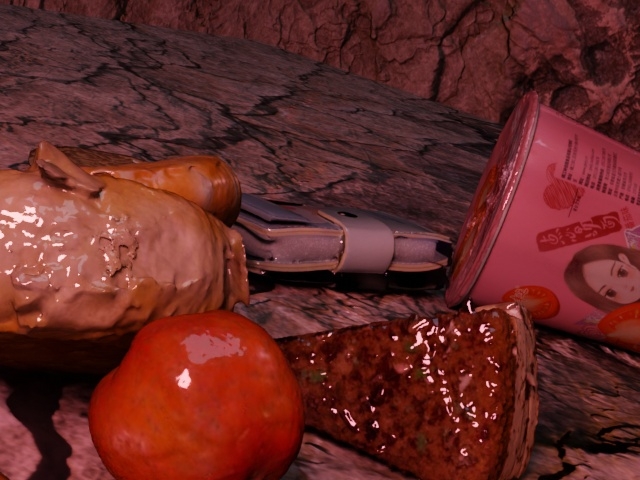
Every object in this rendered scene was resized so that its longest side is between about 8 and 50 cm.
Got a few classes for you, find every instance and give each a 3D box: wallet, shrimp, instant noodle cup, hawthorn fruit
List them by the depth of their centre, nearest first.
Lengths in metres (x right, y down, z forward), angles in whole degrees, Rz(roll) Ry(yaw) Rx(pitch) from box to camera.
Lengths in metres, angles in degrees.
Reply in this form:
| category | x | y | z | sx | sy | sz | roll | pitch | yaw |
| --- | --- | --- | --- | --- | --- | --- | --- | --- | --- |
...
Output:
| category | x | y | z | sx | sy | sz | roll | pitch | yaw |
| --- | --- | --- | --- | --- | --- | --- | --- | --- | --- |
| hawthorn fruit | -0.067 | 0.108 | 0.818 | 0.140 | 0.125 | 0.125 | 56 | 12 | -6 |
| shrimp | -0.198 | -0.018 | 1.199 | 0.272 | 0.085 | 0.445 | -6 | -2 | 0 |
| instant noodle cup | 0.278 | -0.005 | 1.448 | 0.231 | 0.243 | 0.243 | 21 | 12 | -2 |
| wallet | 0.000 | 0.000 | 1.451 | 0.250 | 0.075 | 0.176 | 6 | 9 | -37 |

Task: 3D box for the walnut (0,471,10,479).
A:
| category | x | y | z | sx | sy | sz | roll | pitch | yaw |
| --- | --- | --- | --- | --- | --- | --- | --- | --- | --- |
| walnut | -0.206 | 0.134 | 0.555 | 0.207 | 0.116 | 0.115 | 5 | 16 | -37 |

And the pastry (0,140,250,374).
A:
| category | x | y | z | sx | sy | sz | roll | pitch | yaw |
| --- | --- | --- | --- | --- | --- | --- | --- | --- | --- |
| pastry | -0.176 | 0.019 | 0.898 | 0.235 | 0.121 | 0.257 | 9 | -15 | -28 |

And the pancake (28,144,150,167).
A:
| category | x | y | z | sx | sy | sz | roll | pitch | yaw |
| --- | --- | --- | --- | --- | --- | --- | --- | --- | --- |
| pancake | -0.230 | -0.073 | 1.594 | 0.211 | 0.029 | 0.235 | 12 | 13 | -10 |

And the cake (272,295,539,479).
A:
| category | x | y | z | sx | sy | sz | roll | pitch | yaw |
| --- | --- | --- | --- | --- | --- | --- | --- | --- | --- |
| cake | 0.038 | 0.127 | 1.013 | 0.246 | 0.135 | 0.112 | -12 | -10 | 21 |
